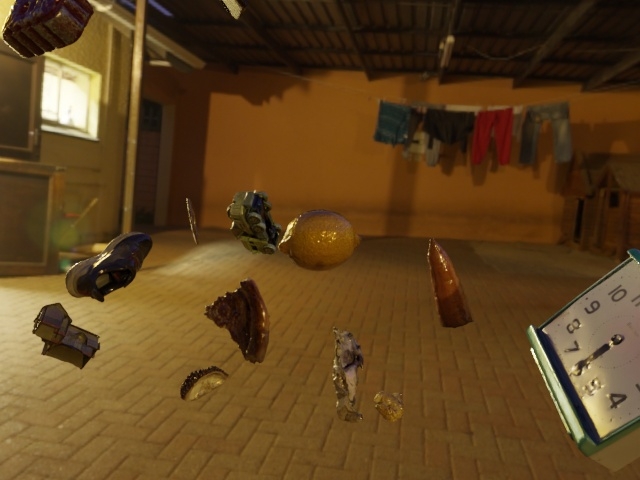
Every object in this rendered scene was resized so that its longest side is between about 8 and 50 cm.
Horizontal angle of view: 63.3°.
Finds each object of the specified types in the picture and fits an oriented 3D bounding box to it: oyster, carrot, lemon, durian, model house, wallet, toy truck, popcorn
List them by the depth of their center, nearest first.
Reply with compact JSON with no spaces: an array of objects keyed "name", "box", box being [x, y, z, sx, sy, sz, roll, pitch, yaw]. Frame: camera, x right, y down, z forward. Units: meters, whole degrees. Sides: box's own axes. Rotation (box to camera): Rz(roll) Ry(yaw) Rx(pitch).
[{"name":"model house","box":[-0.324,0.116,0.663,0.083,0.057,0.058,32,20,-27]},{"name":"carrot","box":[0.259,0.088,1.095,0.072,0.204,0.072,-20,13,5]},{"name":"oyster","box":[0.047,0.278,1.114,0.061,0.199,0.106,-27,-53,34]},{"name":"durian","box":[-0.279,0.339,1.250,0.130,0.066,0.052,-22,-2,-38]},{"name":"toy truck","box":[-0.178,-0.044,1.321,0.116,0.085,0.191,2,-35,16]},{"name":"popcorn","box":[0.179,0.438,1.363,0.084,0.084,0.084,6,5,-1]},{"name":"wallet","box":[-0.312,-0.787,1.553,0.031,0.255,0.137,-41,16,-19]},{"name":"lemon","box":[0.000,0.000,1.554,0.257,0.188,0.188,-6,8,-16]}]

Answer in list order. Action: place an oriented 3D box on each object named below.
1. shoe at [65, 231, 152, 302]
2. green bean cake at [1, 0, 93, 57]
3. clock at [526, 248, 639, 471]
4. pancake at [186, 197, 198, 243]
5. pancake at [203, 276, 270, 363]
[{"name":"shoe","box":[-0.475,0.068,1.221,0.112,0.099,0.227,24,46,34]},{"name":"green bean cake","box":[-0.687,-0.573,1.313,0.233,0.198,0.097,-1,-27,28]},{"name":"clock","box":[0.445,0.168,0.746,0.116,0.231,0.262,37,23,-13]},{"name":"pancake","box":[-0.293,-0.043,1.192,0.011,0.114,0.115,-10,8,-9]},{"name":"pancake","box":[-0.267,0.244,1.619,0.245,0.265,0.057,0,-11,22]}]
